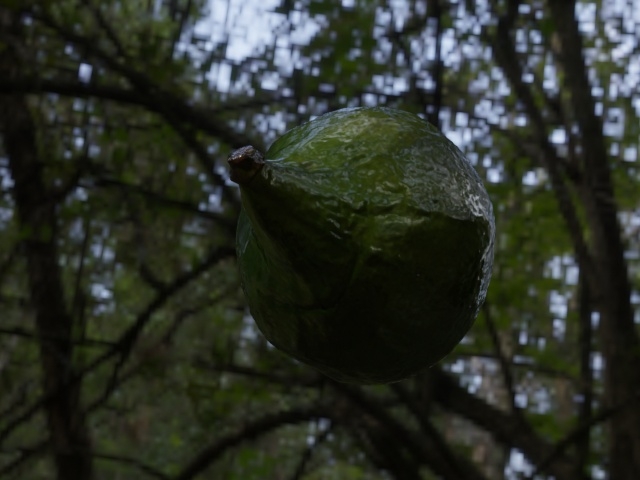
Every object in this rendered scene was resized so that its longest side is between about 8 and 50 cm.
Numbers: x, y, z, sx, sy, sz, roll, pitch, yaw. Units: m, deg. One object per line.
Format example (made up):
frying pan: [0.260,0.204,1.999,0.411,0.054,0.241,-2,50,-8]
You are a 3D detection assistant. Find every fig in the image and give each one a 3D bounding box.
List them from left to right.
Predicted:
fig: [0.000,0.000,1.063,0.203,0.203,0.235,-7,-9,36]
